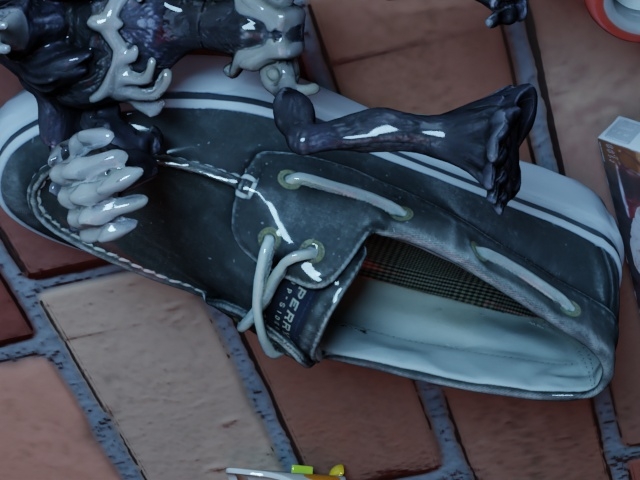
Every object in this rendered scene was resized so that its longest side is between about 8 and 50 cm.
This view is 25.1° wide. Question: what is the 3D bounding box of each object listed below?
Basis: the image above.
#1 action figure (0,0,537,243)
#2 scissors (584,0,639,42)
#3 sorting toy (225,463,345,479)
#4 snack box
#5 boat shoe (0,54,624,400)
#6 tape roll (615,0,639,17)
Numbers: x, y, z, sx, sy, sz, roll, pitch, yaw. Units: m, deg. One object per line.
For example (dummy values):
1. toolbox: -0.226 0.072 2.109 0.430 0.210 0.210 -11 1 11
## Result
1. action figure: -0.055 -0.086 0.581 0.276 0.141 0.164 5 101 16
2. scissors: 0.244 -0.149 0.550 0.297 0.021 0.109 -13 130 10
3. sorting toy: -0.026 0.167 0.914 0.075 0.045 0.083 12 132 -2
4. snack box: 0.194 0.014 0.763 0.022 0.064 0.178 -44 134 -22
5. boat shoe: 0.000 0.000 0.705 0.335 0.119 0.121 10 132 -9
6. tape roll: 0.214 -0.243 0.521 0.392 0.072 0.392 -1 133 -1
